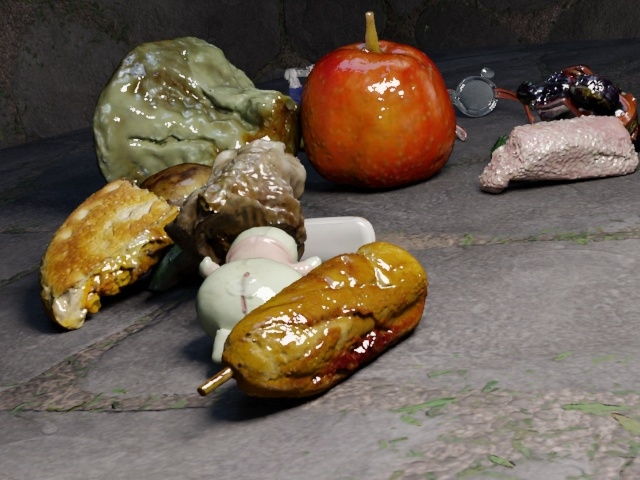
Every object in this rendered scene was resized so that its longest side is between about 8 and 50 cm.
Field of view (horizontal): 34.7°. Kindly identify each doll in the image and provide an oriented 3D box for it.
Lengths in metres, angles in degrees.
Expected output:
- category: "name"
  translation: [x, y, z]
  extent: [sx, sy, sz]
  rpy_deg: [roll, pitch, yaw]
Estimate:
- category: "doll"
  translation: [-0.080, 0.057, 1.232]
  extent: [0.154, 0.113, 0.275]
  rpy_deg: [-2, 16, 6]

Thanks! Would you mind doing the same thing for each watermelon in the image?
- category: "watermelon"
  translation: [-0.219, 0.040, 1.521]
  extent: [0.101, 0.080, 0.155]
  rpy_deg: [-52, 33, -14]

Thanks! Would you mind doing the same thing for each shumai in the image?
- category: "shumai"
  translation: [-0.208, -0.207, 1.967]
  extent: [0.323, 0.324, 0.397]
  rpy_deg: [17, 32, 30]
- category: "shumai"
  translation: [-0.122, -0.057, 1.407]
  extent: [0.218, 0.185, 0.184]
  rpy_deg: [14, -44, -42]

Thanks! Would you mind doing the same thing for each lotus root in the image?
- category: "lotus root"
  translation: [-0.224, -0.056, 1.680]
  extent: [0.169, 0.141, 0.314]
  rpy_deg: [-19, 16, -19]

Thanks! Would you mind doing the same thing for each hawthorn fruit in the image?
- category: "hawthorn fruit"
  translation: [0.102, -0.256, 1.869]
  extent: [0.287, 0.330, 0.287]
  rpy_deg: [-6, 27, 3]

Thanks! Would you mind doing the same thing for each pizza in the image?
- category: "pizza"
  translation: [-0.296, 0.010, 1.488]
  extent: [0.226, 0.086, 0.335]
  rpy_deg: [-14, 31, 12]

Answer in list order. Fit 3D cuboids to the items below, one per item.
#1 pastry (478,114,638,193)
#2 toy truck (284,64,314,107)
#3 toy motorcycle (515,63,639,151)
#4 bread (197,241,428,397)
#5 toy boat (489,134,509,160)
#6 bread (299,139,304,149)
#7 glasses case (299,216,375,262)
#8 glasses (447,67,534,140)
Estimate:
- category: "pastry"
  translation: [0.395, -0.148, 1.703]
  extent: [0.265, 0.112, 0.103]
  rpy_deg: [-13, 33, -3]
- category: "toy truck"
  translation: [0.011, -0.364, 2.591]
  extent: [0.161, 0.177, 0.213]
  rpy_deg: [-21, 18, -39]
- category: "toy motorcycle"
  translation: [0.469, -0.237, 1.900]
  extent: [0.207, 0.134, 0.401]
  rpy_deg: [31, -5, -18]
- category: "bread"
  translation: [-0.002, 0.086, 1.089]
  extent: [0.124, 0.084, 0.344]
  rpy_deg: [29, 35, 29]
- category: "toy boat"
  translation: [0.362, -0.155, 1.856]
  extent: [0.104, 0.052, 0.210]
  rpy_deg: [15, 22, 11]
- category: "bread"
  translation: [0.024, -0.256, 2.378]
  extent: [0.138, 0.077, 0.361]
  rpy_deg: [-23, 20, -38]
- category: "glasses case"
  translation: [0.000, 0.000, 1.490]
  extent: [0.164, 0.063, 0.041]
  rpy_deg: [-4, 19, 21]
- category: "glasses"
  translation: [0.346, -0.313, 2.320]
  extent: [0.234, 0.118, 0.268]
  rpy_deg: [-12, 15, -16]
